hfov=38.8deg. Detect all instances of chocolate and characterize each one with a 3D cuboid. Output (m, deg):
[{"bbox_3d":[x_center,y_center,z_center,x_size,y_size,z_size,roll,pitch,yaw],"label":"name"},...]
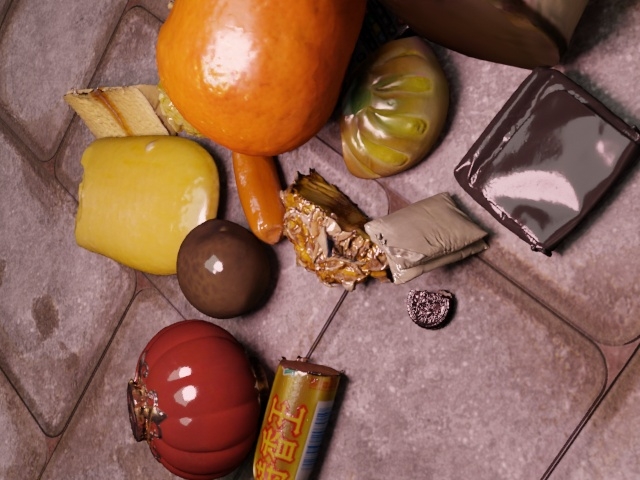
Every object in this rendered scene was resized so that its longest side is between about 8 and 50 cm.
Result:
[{"bbox_3d":[0.284,-0.454,1.429,0.326,0.314,0.297,19,85,43],"label":"chocolate"}]

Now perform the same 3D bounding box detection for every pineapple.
[{"bbox_3d":[-0.004,-0.001,1.662,0.334,0.158,0.161,46,111,34],"label":"pineapple"}]

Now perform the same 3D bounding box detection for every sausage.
[{"bbox_3d":[-0.121,-0.102,1.813,0.098,0.098,0.238,-31,61,31],"label":"sausage"},{"bbox_3d":[-0.063,0.371,1.671,0.125,0.117,0.318,22,96,48],"label":"sausage"}]

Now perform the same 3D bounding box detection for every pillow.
[{"bbox_3d":[0.179,-0.010,1.522,0.078,0.181,0.134,88,156,-46],"label":"pillow"}]

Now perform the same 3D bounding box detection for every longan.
[{"bbox_3d":[-0.189,0.058,1.787,0.212,0.198,0.198,10,89,52],"label":"longan"}]

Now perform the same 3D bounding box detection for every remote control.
[{"bbox_3d":[0.032,-0.323,1.751,0.398,0.062,0.145,-39,61,26],"label":"remote control"}]

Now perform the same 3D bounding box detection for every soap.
[{"bbox_3d":[-0.377,-0.086,2.007,0.427,0.115,0.306,13,86,39],"label":"soap"}]

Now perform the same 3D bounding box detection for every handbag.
[{"bbox_3d":[0.362,-0.127,1.446,0.223,0.080,0.247,46,108,27],"label":"handbag"}]

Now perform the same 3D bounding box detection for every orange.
[{"bbox_3d":[-0.102,-0.355,1.556,0.326,0.424,0.424,17,94,0],"label":"orange"}]

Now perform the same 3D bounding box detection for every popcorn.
[{"bbox_3d":[-0.244,-0.316,1.919,0.173,0.168,0.195,-8,40,49],"label":"popcorn"}]

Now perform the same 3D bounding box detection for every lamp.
[{"bbox_3d":[-0.231,0.300,1.719,0.303,0.256,0.303,171,90,-71],"label":"lamp"}]

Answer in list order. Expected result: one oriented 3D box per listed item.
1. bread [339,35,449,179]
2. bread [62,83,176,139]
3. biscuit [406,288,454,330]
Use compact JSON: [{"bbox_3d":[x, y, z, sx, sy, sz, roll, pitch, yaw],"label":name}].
[{"bbox_3d":[0.138,-0.235,1.594,0.156,0.158,0.261,7,89,36],"label":"bread"},{"bbox_3d":[-0.441,-0.302,2.099,0.266,0.142,0.178,6,126,38],"label":"bread"},{"bbox_3d":[0.189,0.113,1.571,0.087,0.027,0.089,-49,56,22],"label":"biscuit"}]
